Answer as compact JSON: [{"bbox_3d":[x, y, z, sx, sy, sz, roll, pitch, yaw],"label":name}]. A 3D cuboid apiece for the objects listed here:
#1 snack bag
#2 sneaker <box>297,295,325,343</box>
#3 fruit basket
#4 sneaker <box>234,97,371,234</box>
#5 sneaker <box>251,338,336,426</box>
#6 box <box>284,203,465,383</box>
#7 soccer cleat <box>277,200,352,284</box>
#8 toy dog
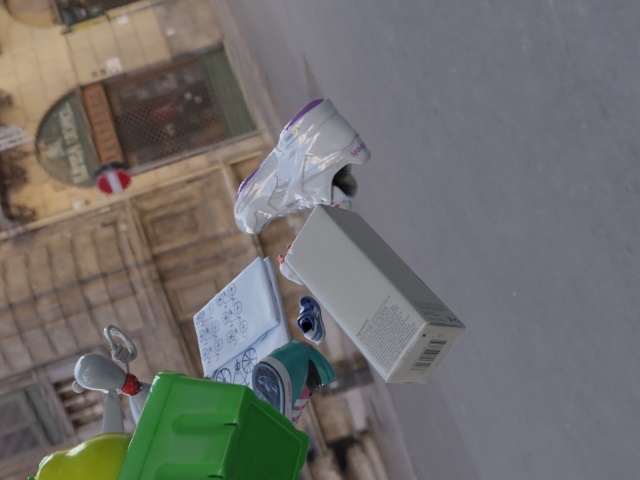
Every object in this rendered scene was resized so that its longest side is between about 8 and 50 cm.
[{"bbox_3d":[-0.182,0.257,2.252,0.323,0.037,0.343,-39,56,38],"label":"snack bag"},{"bbox_3d":[-0.031,0.198,2.439,0.059,0.053,0.144,21,-145,-39],"label":"sneaker"},{"bbox_3d":[-0.240,0.394,1.411,0.283,0.392,0.392,45,-170,-34],"label":"fruit basket"},{"bbox_3d":[-0.035,-0.083,1.507,0.152,0.114,0.305,42,134,1],"label":"sneaker"},{"bbox_3d":[-0.054,0.310,1.899,0.123,0.178,0.296,30,134,27],"label":"sneaker"},{"bbox_3d":[0.071,0.072,1.336,0.094,0.113,0.275,11,-150,-45],"label":"box"},{"bbox_3d":[0.000,0.000,1.825,0.076,0.196,0.068,40,-171,-19],"label":"soccer cleat"},{"bbox_3d":[-0.397,0.357,1.978,0.334,0.161,0.220,45,-168,-16],"label":"toy dog"}]
